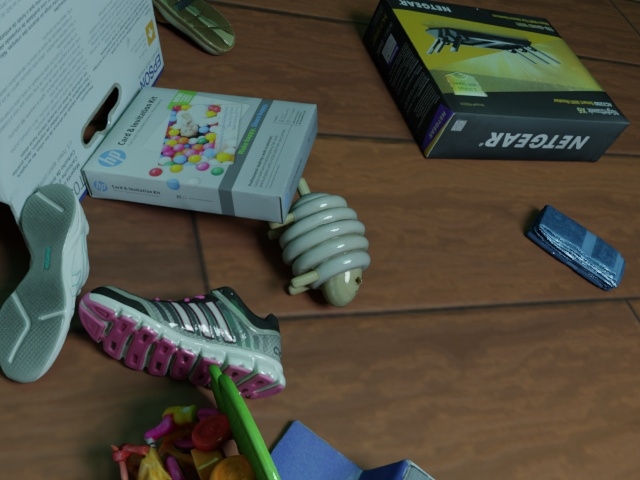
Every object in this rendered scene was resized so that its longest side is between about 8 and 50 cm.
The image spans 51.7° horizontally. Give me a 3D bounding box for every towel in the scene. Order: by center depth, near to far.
[{"bbox_3d":[0.311,0.006,0.797,0.119,0.029,0.067,36,45,7],"label":"towel"}]

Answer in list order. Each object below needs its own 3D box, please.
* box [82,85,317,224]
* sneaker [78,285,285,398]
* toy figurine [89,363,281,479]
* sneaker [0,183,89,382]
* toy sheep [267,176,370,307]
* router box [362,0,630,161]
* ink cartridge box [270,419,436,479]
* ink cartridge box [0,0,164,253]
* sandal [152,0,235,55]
[{"bbox_3d":[-0.108,-0.088,0.636,0.186,0.038,0.145,8,46,10],"label":"box"},{"bbox_3d":[-0.104,0.068,0.529,0.170,0.063,0.075,22,46,-13],"label":"sneaker"},{"bbox_3d":[-0.112,0.165,0.415,0.159,0.130,0.173,-22,26,-15],"label":"toy figurine"},{"bbox_3d":[-0.205,0.036,0.513,0.053,0.061,0.152,3,69,5],"label":"sneaker"},{"bbox_3d":[0.000,0.000,0.620,0.091,0.091,0.132,-14,77,-33],"label":"toy sheep"},{"bbox_3d":[0.243,-0.225,0.928,0.308,0.081,0.243,-3,53,-27],"label":"router box"},{"bbox_3d":[0.041,0.297,0.396,0.307,0.072,0.304,36,47,5],"label":"ink cartridge box"},{"bbox_3d":[-0.233,-0.207,0.541,0.071,0.330,0.324,9,46,5],"label":"ink cartridge box"},{"bbox_3d":[-0.182,-0.292,0.817,0.180,0.049,0.072,46,52,-3],"label":"sandal"}]
